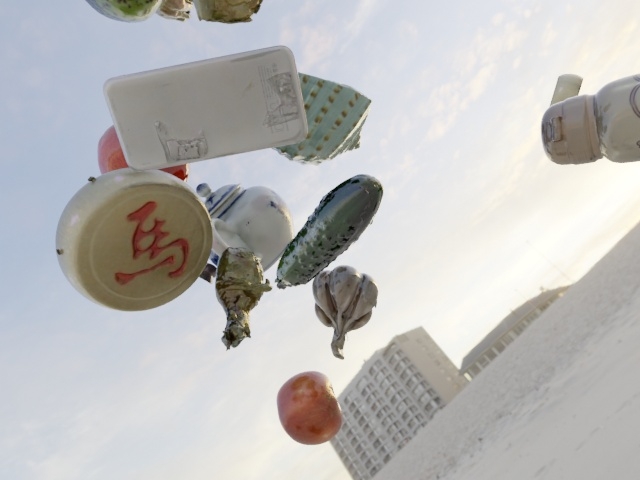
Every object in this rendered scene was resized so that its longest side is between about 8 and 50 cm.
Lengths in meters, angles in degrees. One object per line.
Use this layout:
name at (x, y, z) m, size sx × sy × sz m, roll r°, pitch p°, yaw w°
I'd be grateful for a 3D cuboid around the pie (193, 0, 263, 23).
pie at (-0.097, -0.368, 0.431) m, size 0.129 × 0.068 × 0.282 m, roll -34°, pitch -30°, yaw -28°

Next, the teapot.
teapot at (-0.217, -0.049, 1.132) m, size 0.252 × 0.280 × 0.424 m, roll -42°, pitch 14°, yaw 15°

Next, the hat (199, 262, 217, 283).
hat at (-0.292, 0.081, 1.100) m, size 0.087 × 0.058 × 0.042 m, roll 28°, pitch -93°, yaw -85°

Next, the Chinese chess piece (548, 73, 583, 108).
Chinese chess piece at (0.531, -0.302, 0.937) m, size 0.122 × 0.051 × 0.122 m, roll -47°, pitch -33°, yaw -44°

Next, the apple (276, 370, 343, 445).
apple at (-0.027, 0.390, 0.994) m, size 0.139 × 0.163 × 0.163 m, roll -20°, pitch -32°, yaw -6°

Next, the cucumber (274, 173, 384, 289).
cucumber at (0.000, 0.000, 0.541) m, size 0.069 × 0.069 × 0.227 m, roll -8°, pitch -29°, yaw -42°

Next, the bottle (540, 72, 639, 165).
bottle at (0.364, -0.137, 0.472) m, size 0.209 × 0.096 × 0.110 m, roll -5°, pitch -1°, yaw 40°

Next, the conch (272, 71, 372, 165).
conch at (-0.043, -0.287, 1.007) m, size 0.320 × 0.303 × 0.214 m, roll 8°, pitch -80°, yaw -12°

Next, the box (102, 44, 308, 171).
box at (-0.168, -0.195, 0.643) m, size 0.286 × 0.044 × 0.142 m, roll -10°, pitch -69°, yaw 2°

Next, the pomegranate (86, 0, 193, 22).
pomegranate at (-0.412, -0.576, 0.936) m, size 0.204 × 0.221 × 0.276 m, roll 3°, pitch -3°, yaw 9°

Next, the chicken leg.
chicken leg at (-0.150, 0.105, 0.819) m, size 0.103 × 0.227 × 0.088 m, roll 16°, pitch -52°, yaw -30°

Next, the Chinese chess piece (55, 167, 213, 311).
Chinese chess piece at (-0.329, 0.001, 0.778) m, size 0.274 × 0.102 × 0.272 m, roll -22°, pitch -55°, yaw -36°

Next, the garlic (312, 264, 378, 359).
garlic at (0.037, 0.133, 0.827) m, size 0.127 × 0.131 × 0.194 m, roll 102°, pitch -174°, yaw -49°

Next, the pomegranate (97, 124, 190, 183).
pomegranate at (-0.450, -0.216, 1.091) m, size 0.221 × 0.256 × 0.220 m, roll -12°, pitch -29°, yaw -7°
